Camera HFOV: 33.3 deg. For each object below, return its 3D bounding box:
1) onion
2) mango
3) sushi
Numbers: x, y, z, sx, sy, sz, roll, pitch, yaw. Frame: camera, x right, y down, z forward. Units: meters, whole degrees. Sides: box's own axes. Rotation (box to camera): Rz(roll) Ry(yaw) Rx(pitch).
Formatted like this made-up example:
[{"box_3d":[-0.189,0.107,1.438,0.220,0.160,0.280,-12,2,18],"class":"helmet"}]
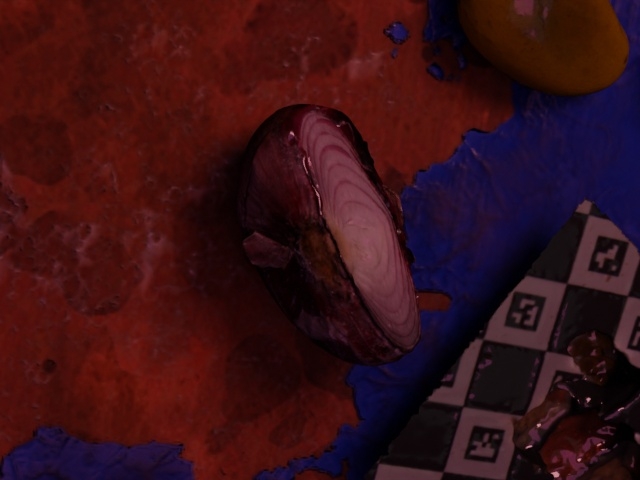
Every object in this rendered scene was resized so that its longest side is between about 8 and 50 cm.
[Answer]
[{"box_3d":[0.000,0.000,0.802,0.098,0.151,0.205,-18,99,26],"class":"onion"},{"box_3d":[0.175,-0.166,0.815,0.161,0.076,0.103,29,89,-28],"class":"mango"},{"box_3d":[0.210,0.157,0.916,0.292,0.059,0.294,40,92,-21],"class":"sushi"}]
